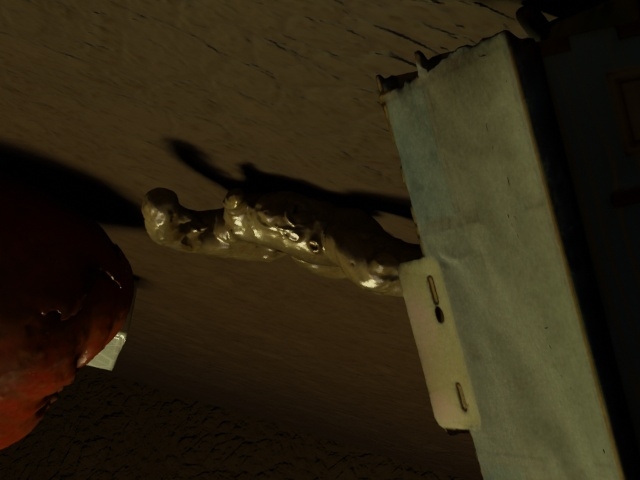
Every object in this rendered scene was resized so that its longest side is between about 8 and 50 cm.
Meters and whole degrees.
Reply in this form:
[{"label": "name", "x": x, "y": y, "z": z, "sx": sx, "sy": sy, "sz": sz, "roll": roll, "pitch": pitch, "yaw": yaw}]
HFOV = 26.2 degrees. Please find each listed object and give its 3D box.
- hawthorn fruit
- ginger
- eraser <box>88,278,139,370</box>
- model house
[{"label": "hawthorn fruit", "x": -0.341, "y": 0.038, "z": 1.307, "sx": 0.307, "sy": 0.276, "sz": 0.276, "roll": 46, "pitch": 172, "yaw": 9}, {"label": "ginger", "x": 0.002, "y": 0.001, "z": 1.026, "sx": 0.259, "sy": 0.065, "sz": 0.149, "roll": 9, "pitch": 178, "yaw": 17}, {"label": "eraser", "x": -0.434, "y": 0.059, "z": 1.690, "sx": 0.404, "sy": 0.098, "sz": 0.096, "roll": 15, "pitch": 140, "yaw": -9}, {"label": "model house", "x": 0.163, "y": 0.020, "z": 0.582, "sx": 0.206, "sy": 0.271, "sz": 0.178, "roll": -15, "pitch": 178, "yaw": -21}]
